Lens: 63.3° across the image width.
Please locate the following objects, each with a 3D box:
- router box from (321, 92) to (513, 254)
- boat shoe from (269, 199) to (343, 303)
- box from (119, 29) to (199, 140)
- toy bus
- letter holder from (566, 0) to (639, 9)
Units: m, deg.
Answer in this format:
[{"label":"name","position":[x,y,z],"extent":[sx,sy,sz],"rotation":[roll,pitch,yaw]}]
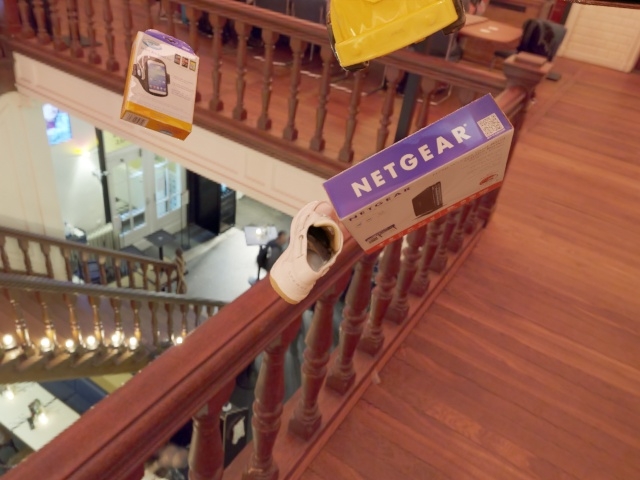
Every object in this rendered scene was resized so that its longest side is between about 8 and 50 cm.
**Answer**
[{"label":"router box","position":[0.197,-0.110,1.034],"extent":[0.336,0.301,0.082],"rotation":[-28,72,8]},{"label":"boat shoe","position":[0.000,0.000,0.925],"extent":[0.098,0.096,0.277],"rotation":[43,33,-16]},{"label":"box","position":[-0.198,-0.199,0.650],"extent":[0.081,0.028,0.136],"rotation":[16,59,-32]},{"label":"toy bus","position":[0.067,-0.330,0.611],"extent":[0.150,0.211,0.220],"rotation":[-17,23,22]},{"label":"letter holder","position":[0.311,-0.430,0.732],"extent":[0.215,0.151,0.301],"rotation":[-2,32,-10]}]
